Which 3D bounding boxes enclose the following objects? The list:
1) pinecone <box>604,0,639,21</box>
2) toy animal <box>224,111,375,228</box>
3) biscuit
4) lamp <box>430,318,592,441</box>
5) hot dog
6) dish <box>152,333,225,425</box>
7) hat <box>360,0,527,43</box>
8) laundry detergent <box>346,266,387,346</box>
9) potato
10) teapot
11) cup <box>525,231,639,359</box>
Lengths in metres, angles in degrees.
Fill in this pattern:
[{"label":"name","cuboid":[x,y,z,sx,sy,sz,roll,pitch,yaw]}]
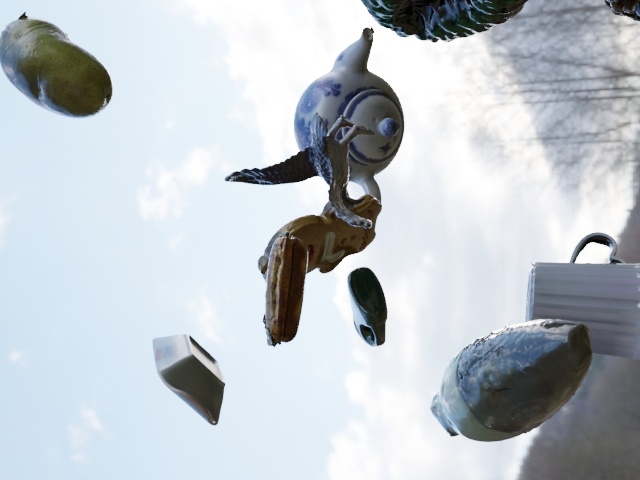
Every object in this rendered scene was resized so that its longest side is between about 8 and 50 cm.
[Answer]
[{"label":"pinecone","cuboid":[0.612,-0.502,1.665,0.205,0.179,0.184,-11,-75,-48]},{"label":"toy animal","cuboid":[0.027,-0.101,1.331,0.197,0.273,0.160,2,-65,-48]},{"label":"biscuit","cuboid":[0.001,0.002,1.589,0.249,0.035,0.184,-19,-37,-27]},{"label":"lamp","cuboid":[0.175,0.133,0.837,0.250,0.101,0.101,-48,23,57]},{"label":"hot dog","cuboid":[-0.040,0.052,0.933,0.049,0.037,0.122,16,-99,-49]},{"label":"dish","cuboid":[-0.231,0.248,1.649,0.154,0.064,0.234,47,-179,-20]},{"label":"hat","cuboid":[0.181,-0.458,1.223,0.242,0.274,0.332,23,-111,-31]},{"label":"laundry detergent","cuboid":[0.096,0.152,1.761,0.210,0.063,0.137,82,165,-56]},{"label":"potato","cuboid":[-0.524,-0.338,1.772,0.143,0.248,0.169,-55,-9,-26]},{"label":"teapot","cuboid":[0.080,-0.248,1.945,0.252,0.280,0.423,-8,-78,-30]},{"label":"cup","cuboid":[0.471,0.104,1.586,0.221,0.202,0.166,-67,-22,-57]}]
